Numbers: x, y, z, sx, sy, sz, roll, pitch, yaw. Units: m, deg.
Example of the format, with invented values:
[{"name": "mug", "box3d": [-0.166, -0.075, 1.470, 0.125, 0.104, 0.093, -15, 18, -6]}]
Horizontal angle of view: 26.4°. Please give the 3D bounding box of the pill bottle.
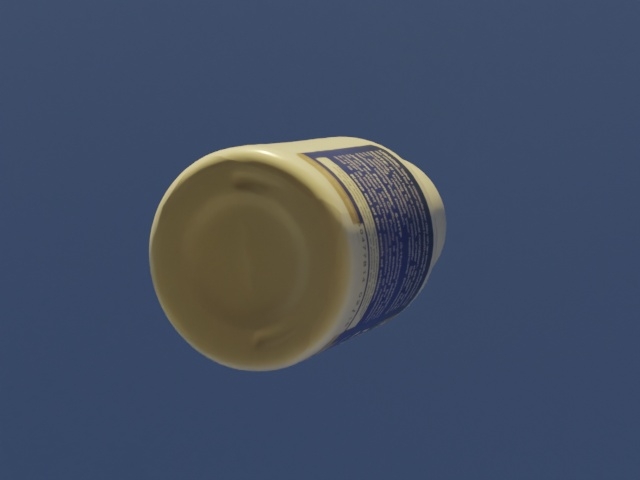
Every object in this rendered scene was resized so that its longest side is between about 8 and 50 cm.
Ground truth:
[{"name": "pill bottle", "box3d": [0.000, 0.000, 0.735, 0.112, 0.186, 0.112, 3, -82, 24]}]
